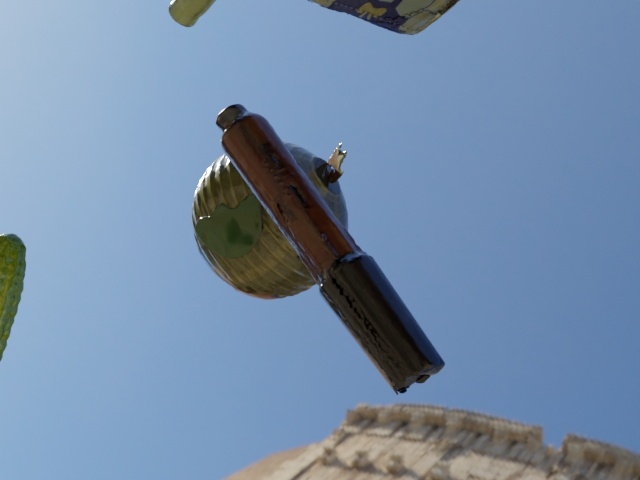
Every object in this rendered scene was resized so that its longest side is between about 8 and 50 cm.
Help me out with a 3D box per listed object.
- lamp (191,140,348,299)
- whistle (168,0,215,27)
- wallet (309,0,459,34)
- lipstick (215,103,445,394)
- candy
[{"bbox_3d":[-0.057,-0.048,1.564,0.284,0.250,0.250,-38,-96,23],"label":"lamp"},{"bbox_3d":[-0.111,-0.372,1.337,0.067,0.126,0.258,41,-54,-14],"label":"whistle"},{"bbox_3d":[0.144,-0.352,1.137,0.309,0.223,0.077,-36,-115,32],"label":"wallet"},{"bbox_3d":[0.000,0.000,1.226,0.418,0.077,0.077,54,-51,20],"label":"lipstick"},{"bbox_3d":[-0.416,0.087,1.253,0.097,0.097,0.209,26,-88,26],"label":"candy"}]
